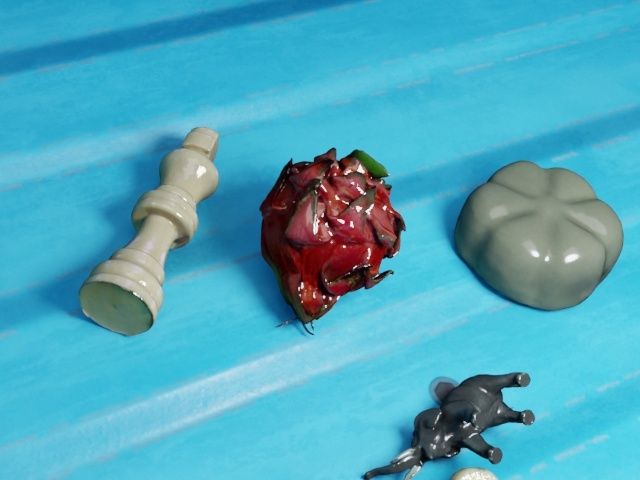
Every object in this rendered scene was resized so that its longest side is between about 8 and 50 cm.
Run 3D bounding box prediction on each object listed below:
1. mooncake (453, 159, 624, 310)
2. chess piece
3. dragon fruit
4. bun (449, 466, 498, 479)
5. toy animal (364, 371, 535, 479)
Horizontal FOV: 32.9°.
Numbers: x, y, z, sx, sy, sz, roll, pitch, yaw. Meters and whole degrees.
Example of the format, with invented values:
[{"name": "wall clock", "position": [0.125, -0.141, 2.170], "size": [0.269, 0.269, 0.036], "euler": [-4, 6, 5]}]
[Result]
[{"name": "mooncake", "position": [0.366, -0.016, 1.803], "size": [0.274, 0.135, 0.275], "euler": [6, 47, -6]}, {"name": "chess piece", "position": [-0.238, -0.036, 1.681], "size": [0.117, 0.117, 0.397], "euler": [20, 48, 3]}, {"name": "dragon fruit", "position": [0.000, 0.000, 1.649], "size": [0.233, 0.234, 0.293], "euler": [23, 71, 5]}, {"name": "bun", "position": [0.214, 0.358, 1.507], "size": [0.086, 0.055, 0.086], "euler": [3, 64, -6]}, {"name": "toy animal", "position": [0.196, 0.270, 1.531], "size": [0.269, 0.137, 0.082], "euler": [-32, 104, -30]}]
